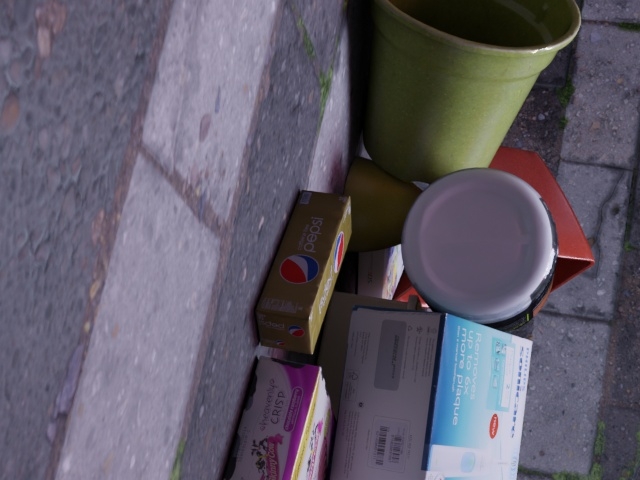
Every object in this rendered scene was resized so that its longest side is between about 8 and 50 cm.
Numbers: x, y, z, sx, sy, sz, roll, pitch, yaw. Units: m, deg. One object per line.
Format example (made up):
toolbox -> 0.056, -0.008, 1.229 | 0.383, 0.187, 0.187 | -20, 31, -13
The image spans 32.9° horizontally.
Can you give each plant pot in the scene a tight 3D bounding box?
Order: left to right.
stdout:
plant pot -> 0.088, -0.044, 1.488 | 0.134, 0.095, 0.134 | 8, 90, -78
plant pot -> 0.167, -0.217, 1.427 | 0.276, 0.276, 0.254 | -66, 173, -50
plant pot -> 0.291, -0.029, 1.947 | 0.267, 0.267, 0.236 | 135, -44, -55

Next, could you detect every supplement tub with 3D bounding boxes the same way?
supplement tub -> 0.217, 0.027, 1.451 | 0.316, 0.193, 0.193 | 45, 54, -75

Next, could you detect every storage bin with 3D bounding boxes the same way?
storage bin -> 0.066, 0.219, 1.509 | 0.260, 0.123, 0.262 | 53, 46, -73

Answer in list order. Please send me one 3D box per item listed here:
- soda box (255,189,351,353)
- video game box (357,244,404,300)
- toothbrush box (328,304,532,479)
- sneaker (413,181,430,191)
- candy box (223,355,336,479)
soda box -> -0.015, 0.031, 1.153 | 0.061, 0.058, 0.181 | 86, 18, -46
video game box -> 0.099, 0.002, 1.688 | 0.187, 0.048, 0.205 | -67, 162, -54
toothbrush box -> 0.143, 0.206, 1.322 | 0.295, 0.126, 0.216 | 23, 74, -59
sneaker -> 0.201, -0.206, 1.877 | 0.115, 0.105, 0.281 | 26, 73, -80
candy box -> -0.036, 0.244, 1.175 | 0.233, 0.071, 0.159 | 75, 27, -61
